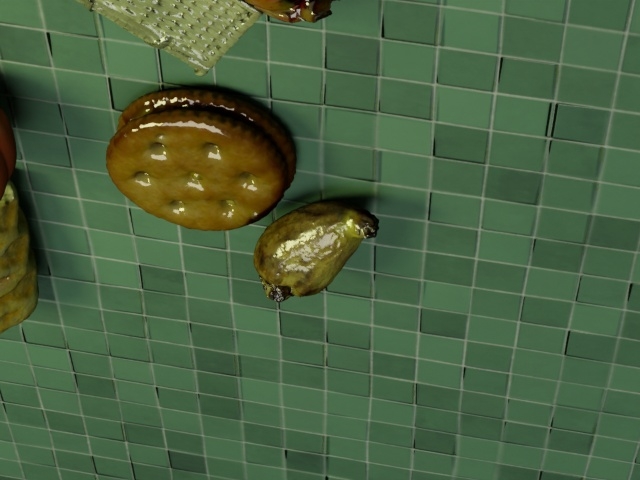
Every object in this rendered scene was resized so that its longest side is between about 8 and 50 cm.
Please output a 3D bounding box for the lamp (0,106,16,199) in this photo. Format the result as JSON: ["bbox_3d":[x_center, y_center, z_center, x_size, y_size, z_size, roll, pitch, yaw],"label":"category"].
[{"bbox_3d":[-0.442,-0.095,2.072,0.187,0.188,0.164,3,145,14],"label":"lamp"}]

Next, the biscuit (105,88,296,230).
[{"bbox_3d":[-0.137,-0.091,2.078,0.220,0.066,0.220,8,146,6],"label":"biscuit"}]

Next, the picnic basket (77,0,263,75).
[{"bbox_3d":[-0.159,-0.272,1.772,0.196,0.134,0.154,28,140,-21],"label":"picnic basket"}]

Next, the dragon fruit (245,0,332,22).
[{"bbox_3d":[-0.050,-0.332,1.573,0.250,0.250,0.315,-14,119,34],"label":"dragon fruit"}]

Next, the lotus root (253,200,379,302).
[{"bbox_3d":[0.000,0.000,2.149,0.108,0.094,0.190,10,145,-40],"label":"lotus root"}]

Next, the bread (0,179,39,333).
[{"bbox_3d":[-0.440,0.023,2.288,0.152,0.130,0.268,0,144,3],"label":"bread"}]
